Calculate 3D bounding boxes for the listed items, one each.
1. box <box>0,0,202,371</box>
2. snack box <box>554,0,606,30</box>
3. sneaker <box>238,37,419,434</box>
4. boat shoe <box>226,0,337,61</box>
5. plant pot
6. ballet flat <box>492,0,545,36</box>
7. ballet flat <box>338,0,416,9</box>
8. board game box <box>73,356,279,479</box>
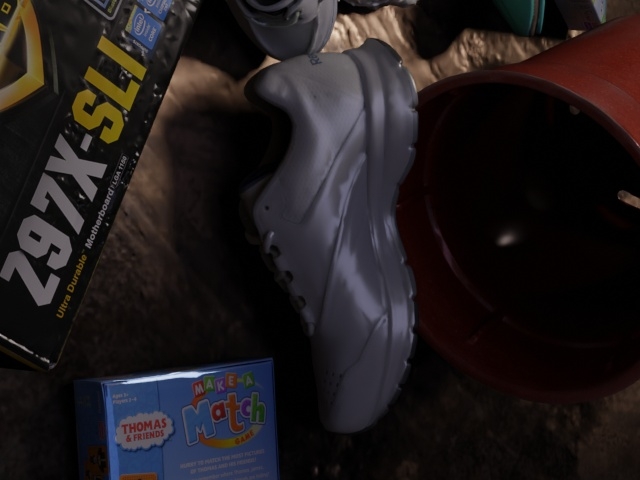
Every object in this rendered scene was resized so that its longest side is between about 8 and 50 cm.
[{"bbox_3d":[-0.222,-0.113,1.140,0.257,0.079,0.322,37,64,-39],"label":"box"},{"bbox_3d":[0.225,-0.244,1.563,0.141,0.037,0.100,25,70,-75],"label":"snack box"},{"bbox_3d":[0.000,0.000,1.353,0.129,0.111,0.297,-5,97,-20],"label":"sneaker"},{"bbox_3d":[-0.039,-0.186,1.266,0.226,0.083,0.075,72,18,-54],"label":"boat shoe"},{"bbox_3d":[0.220,-0.050,1.459,0.265,0.272,0.272,-35,113,-47],"label":"plant pot"},{"bbox_3d":[0.150,-0.288,1.513,0.087,0.083,0.247,6,79,-3],"label":"ballet flat"},{"bbox_3d":[-0.008,-0.271,1.314,0.409,0.147,0.147,18,76,-44],"label":"ballet flat"},{"bbox_3d":[-0.095,0.195,1.282,0.160,0.039,0.211,-4,93,-45],"label":"board game box"}]
